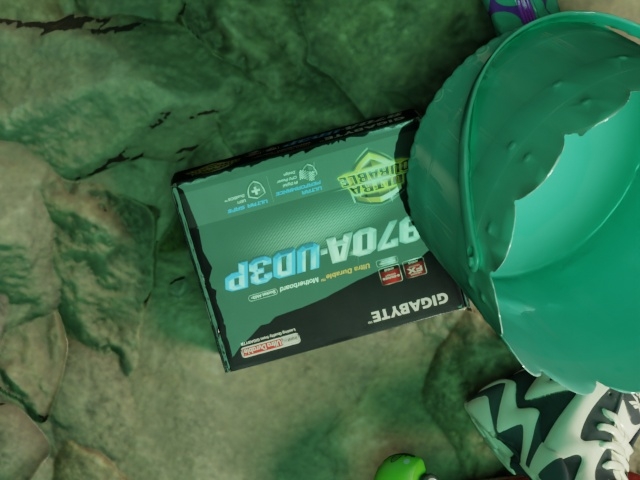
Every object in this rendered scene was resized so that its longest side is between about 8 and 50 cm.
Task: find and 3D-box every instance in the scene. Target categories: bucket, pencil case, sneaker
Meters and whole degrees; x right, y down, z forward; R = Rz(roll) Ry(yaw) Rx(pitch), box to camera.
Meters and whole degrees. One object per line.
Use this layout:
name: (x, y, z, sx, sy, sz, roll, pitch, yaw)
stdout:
bucket: (0.213, -0.035, 1.269, 0.281, 0.183, 0.281, -14, 123, -22)
pencil case: (0.161, -0.207, 1.326, 0.064, 0.070, 0.151, -24, 103, 3)
sneaker: (0.246, 0.172, 1.364, 0.153, 0.235, 0.094, -38, 131, -6)

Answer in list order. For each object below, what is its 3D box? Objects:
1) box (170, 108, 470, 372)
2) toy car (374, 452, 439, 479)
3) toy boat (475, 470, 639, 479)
box: (0.000, 0.000, 1.378, 0.220, 0.051, 0.175, -15, 104, 0)
toy car: (0.087, 0.297, 1.396, 0.239, 0.053, 0.225, -13, 96, 46)
toy boat: (0.215, 0.288, 1.410, 0.231, 0.151, 0.151, -7, 105, -1)
